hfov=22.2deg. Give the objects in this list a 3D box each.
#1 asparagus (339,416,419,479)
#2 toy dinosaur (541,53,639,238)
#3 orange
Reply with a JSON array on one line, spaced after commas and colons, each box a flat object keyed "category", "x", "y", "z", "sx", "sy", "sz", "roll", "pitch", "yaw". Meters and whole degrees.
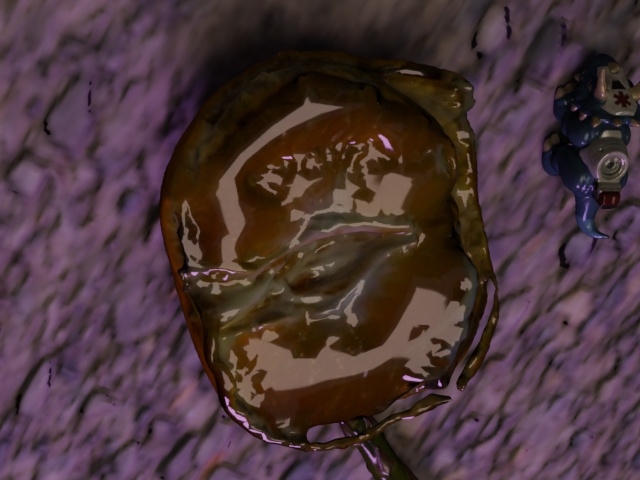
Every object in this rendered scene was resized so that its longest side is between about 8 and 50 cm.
[{"category": "asparagus", "x": 0.044, "y": 0.140, "z": 0.837, "sx": 0.024, "sy": 0.025, "sz": 0.248, "roll": -2, "pitch": 133, "yaw": 35}, {"category": "toy dinosaur", "x": 0.126, "y": -0.043, "z": 0.739, "sx": 0.031, "sy": 0.047, "sz": 0.083, "roll": 0, "pitch": 118, "yaw": -19}, {"category": "orange", "x": 0.000, "y": 0.000, "z": 0.689, "sx": 0.160, "sy": 0.112, "sz": 0.170, "roll": 35, "pitch": 81, "yaw": -20}]
